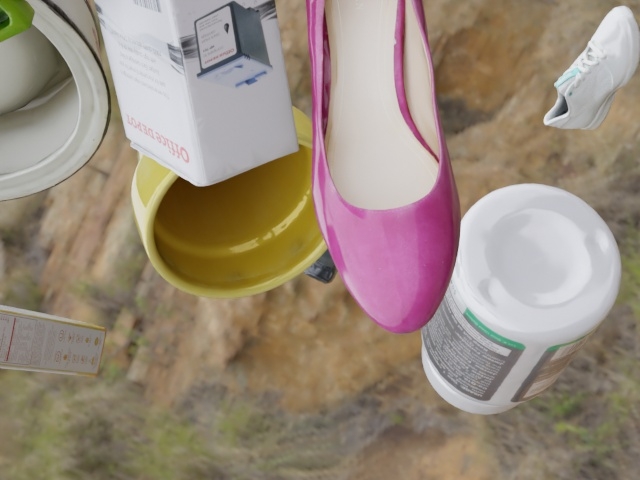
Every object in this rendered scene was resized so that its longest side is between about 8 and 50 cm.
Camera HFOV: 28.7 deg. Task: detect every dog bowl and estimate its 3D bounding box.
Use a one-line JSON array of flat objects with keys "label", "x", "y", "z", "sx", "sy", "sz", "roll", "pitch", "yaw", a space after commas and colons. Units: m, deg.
[{"label": "dog bowl", "x": -0.445, "y": -0.229, "z": 1.484, "sx": 0.408, "sy": 0.408, "sz": 0.150, "roll": -51, "pitch": 29, "yaw": 45}]

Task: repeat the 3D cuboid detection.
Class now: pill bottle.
[{"label": "pill bottle", "x": 0.239, "y": 0.092, "z": 1.604, "sx": 0.361, "sy": 0.204, "sz": 0.204, "roll": 102, "pitch": -173, "yaw": -65}]

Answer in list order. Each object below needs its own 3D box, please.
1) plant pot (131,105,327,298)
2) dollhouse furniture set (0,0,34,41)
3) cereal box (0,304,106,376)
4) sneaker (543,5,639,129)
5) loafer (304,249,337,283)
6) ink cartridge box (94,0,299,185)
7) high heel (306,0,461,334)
[{"label": "plant pot", "x": -0.124, "y": -0.097, "z": 1.549, "sx": 0.254, "sy": 0.254, "sz": 0.239, "roll": -58, "pitch": 39, "yaw": 26}, {"label": "dollhouse furniture set", "x": -0.267, "y": -0.192, "z": 0.900, "sx": 0.151, "sy": 0.197, "sz": 0.301, "roll": -32, "pitch": 29, "yaw": 14}, {"label": "cereal box", "x": -0.285, "y": 0.062, "z": 0.923, "sx": 0.240, "sy": 0.173, "sz": 0.047, "roll": 29, "pitch": -110, "yaw": -74}, {"label": "sneaker", "x": 0.378, "y": -0.234, "z": 1.766, "sx": 0.212, "sy": 0.094, "sz": 0.080, "roll": 105, "pitch": 151, "yaw": -45}, {"label": "loafer", "x": 0.000, "y": 0.000, "z": 1.977, "sx": 0.078, "sy": 0.076, "sz": 0.223, "roll": -59, "pitch": 12, "yaw": 18}, {"label": "ink cartridge box", "x": -0.094, "y": -0.151, "z": 0.856, "sx": 0.139, "sy": 0.082, "sz": 0.190, "roll": 30, "pitch": 137, "yaw": 53}, {"label": "high heel", "x": 0.031, "y": -0.078, "z": 0.663, "sx": 0.117, "sy": 0.082, "sz": 0.244, "roll": 73, "pitch": -163, "yaw": -67}]
